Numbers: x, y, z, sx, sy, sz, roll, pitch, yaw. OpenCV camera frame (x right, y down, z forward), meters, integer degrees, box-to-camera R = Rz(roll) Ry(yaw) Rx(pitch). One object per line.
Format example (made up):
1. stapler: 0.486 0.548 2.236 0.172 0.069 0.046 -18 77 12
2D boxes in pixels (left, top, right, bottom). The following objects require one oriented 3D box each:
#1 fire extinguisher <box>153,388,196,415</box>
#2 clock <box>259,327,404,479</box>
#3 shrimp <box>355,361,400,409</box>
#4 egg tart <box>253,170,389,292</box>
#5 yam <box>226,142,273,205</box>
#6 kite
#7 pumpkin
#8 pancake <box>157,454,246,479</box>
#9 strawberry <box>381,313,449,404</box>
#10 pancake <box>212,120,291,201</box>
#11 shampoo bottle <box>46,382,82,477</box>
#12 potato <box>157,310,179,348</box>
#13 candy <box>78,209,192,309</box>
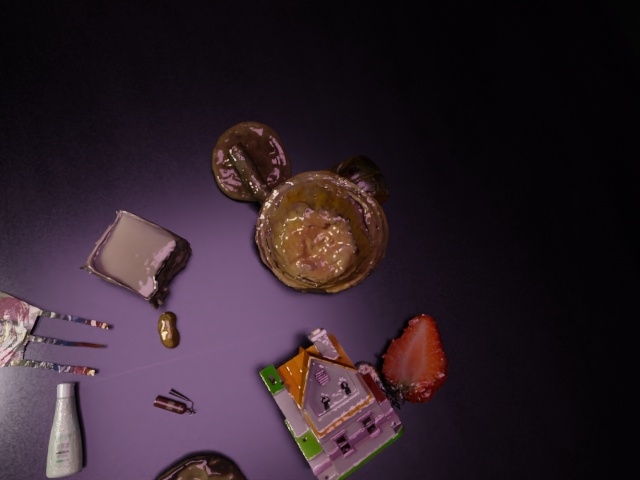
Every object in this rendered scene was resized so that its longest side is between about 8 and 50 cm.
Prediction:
1. fire extinguisher: -0.343 0.388 1.016 0.100 0.032 0.046 21 38 -9
2. clock: 0.018 0.378 1.031 0.235 0.166 0.310 -31 91 -13
3. shrimp: 0.145 0.402 1.139 0.091 0.034 0.161 -44 84 -8
4. egg tart: 0.000 0.000 1.072 0.351 0.150 0.352 1 109 4
5. yam: -0.167 -0.142 1.143 0.061 0.061 0.253 -37 104 -20
6. kite: -0.685 0.221 0.968 0.360 0.022 0.204 15 73 -7
7. pumpkin: 0.053 -0.127 1.218 0.280 0.190 0.139 -25 82 25
8. pancake: -0.273 0.642 0.956 0.294 0.049 0.295 3 78 -16
9. strawberry: 0.268 0.336 1.154 0.236 0.107 0.175 -39 52 -21
10. pancake: -0.186 -0.221 1.192 0.241 0.050 0.242 2 82 -17
11. shampoo bottle: -0.564 0.415 0.940 0.069 0.041 0.191 -4 77 -10
12. potato: -0.373 0.218 1.038 0.045 0.046 0.092 -7 86 -59
13. candy: -0.432 0.046 1.017 0.195 0.137 0.185 26 71 -6
